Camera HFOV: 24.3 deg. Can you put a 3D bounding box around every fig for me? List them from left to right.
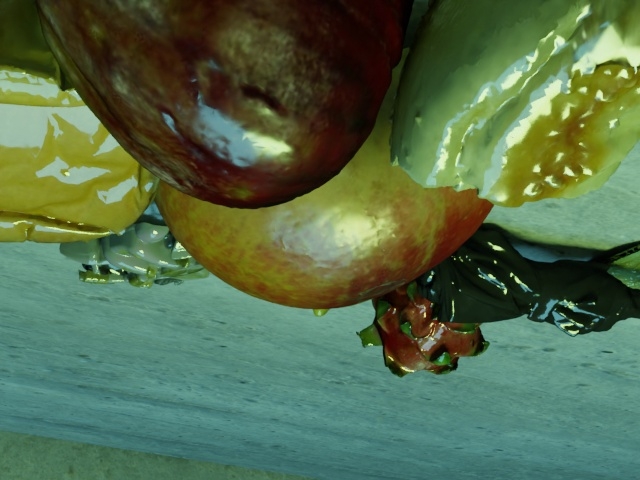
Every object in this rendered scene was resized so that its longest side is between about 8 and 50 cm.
[{"bbox_3d":[-0.053,-0.136,0.891,0.224,0.224,0.263,-11,157,38],"label":"fig"}]

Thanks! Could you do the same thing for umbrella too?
[{"bbox_3d":[0.269,0.057,1.665,0.340,0.118,0.118,8,163,-16],"label":"umbrella"}]

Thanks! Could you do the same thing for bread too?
[{"bbox_3d":[-0.252,-0.105,1.024,0.288,0.156,0.204,-3,143,-9],"label":"bread"},{"bbox_3d":[0.182,-0.140,0.895,0.314,0.171,0.192,-15,142,-1],"label":"bread"}]

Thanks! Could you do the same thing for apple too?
[{"bbox_3d":[0.022,-0.034,1.150,0.293,0.163,0.251,-13,166,-22],"label":"apple"}]

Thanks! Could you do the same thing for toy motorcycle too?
[{"bbox_3d":[-0.180,0.007,1.642,0.225,0.073,0.152,-4,160,19],"label":"toy motorcycle"}]

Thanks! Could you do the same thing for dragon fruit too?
[{"bbox_3d":[0.117,0.090,1.785,0.137,0.135,0.236,1,-177,-16],"label":"dragon fruit"}]

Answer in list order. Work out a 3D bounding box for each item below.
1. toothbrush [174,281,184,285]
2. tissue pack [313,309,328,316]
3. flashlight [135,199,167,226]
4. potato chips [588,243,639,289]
[{"bbox_3d":[-0.144,0.032,1.819,0.011,0.014,0.167,21,157,-23],"label":"toothbrush"},{"bbox_3d":[0.000,0.000,1.494,0.123,0.127,0.178,-9,160,29],"label":"tissue pack"},{"bbox_3d":[-0.284,-0.054,1.354,0.424,0.103,0.103,-1,165,-14],"label":"flashlight"},{"bbox_3d":[0.376,0.038,1.734,0.142,0.026,0.209,1,161,17],"label":"potato chips"}]
